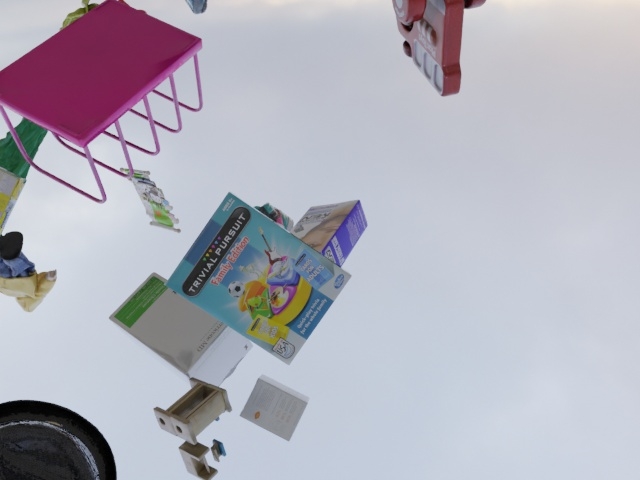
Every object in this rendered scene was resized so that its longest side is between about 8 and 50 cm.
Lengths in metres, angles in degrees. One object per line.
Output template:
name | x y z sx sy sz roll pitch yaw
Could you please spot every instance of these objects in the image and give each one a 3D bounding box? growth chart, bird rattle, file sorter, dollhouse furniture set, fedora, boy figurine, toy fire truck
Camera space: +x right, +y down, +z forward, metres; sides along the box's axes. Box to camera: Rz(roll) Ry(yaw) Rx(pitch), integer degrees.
growth chart | -0.534 -0.128 1.811 0.172 0.237 0.021 5 -143 40
bird rattle | -0.468 -0.501 1.333 0.207 0.143 0.253 28 -172 20
file sorter | -0.365 -0.237 0.986 0.202 0.182 0.290 27 -123 13
dollhouse furniture set | -0.297 0.458 1.394 0.129 0.183 0.129 8 -149 37
fedora | -0.542 0.447 1.082 0.334 0.334 0.152 -34 176 -42
boy figurine | -0.737 0.089 1.412 0.178 0.285 0.092 1 -122 -5
toy fire truck | 0.214 -0.473 1.193 0.170 0.253 0.302 -16 -134 -9

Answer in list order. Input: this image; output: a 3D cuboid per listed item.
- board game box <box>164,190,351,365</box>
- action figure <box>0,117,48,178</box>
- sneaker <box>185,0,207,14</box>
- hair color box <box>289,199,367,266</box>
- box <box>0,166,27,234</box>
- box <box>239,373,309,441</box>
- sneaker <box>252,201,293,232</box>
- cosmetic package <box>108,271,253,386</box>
board game box | -0.139 0.086 1.306 0.336 0.253 0.079 34 -179 -8
action figure | -0.892 -0.300 1.719 0.232 0.137 0.063 -56 -162 0
sneaker | -0.348 -0.573 1.194 0.125 0.261 0.104 -42 -168 -15
hair color box | 0.000 0.000 1.746 0.185 0.110 0.338 -7 -152 28
box | -0.700 -0.070 1.183 0.105 0.179 0.043 27 -179 -5
box | -0.138 0.508 1.743 0.171 0.130 0.091 26 177 6
sneaker | -0.190 -0.030 1.959 0.124 0.178 0.295 -39 -154 27
cosmetic package | -0.397 0.260 1.615 0.366 0.155 0.197 21 -120 36
